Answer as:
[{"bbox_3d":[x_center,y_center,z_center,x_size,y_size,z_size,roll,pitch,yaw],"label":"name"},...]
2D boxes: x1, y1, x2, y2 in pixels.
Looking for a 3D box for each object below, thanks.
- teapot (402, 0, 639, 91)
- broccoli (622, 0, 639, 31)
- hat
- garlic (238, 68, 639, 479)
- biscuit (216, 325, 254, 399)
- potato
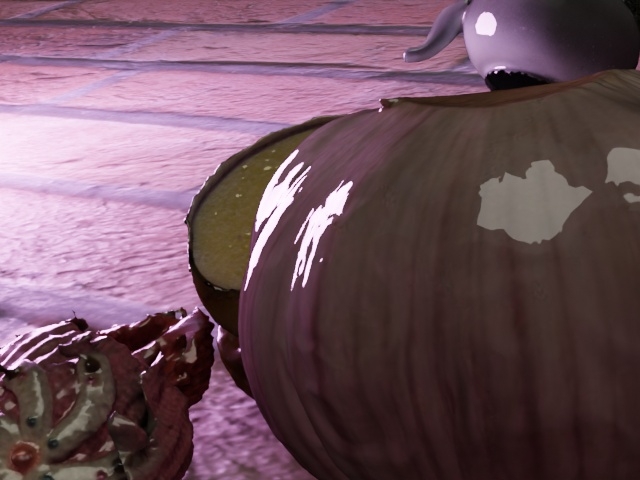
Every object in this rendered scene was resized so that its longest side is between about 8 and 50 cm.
[{"bbox_3d":[0.248,-0.210,1.484,0.294,0.129,0.193,20,-11,14],"label":"teapot"},{"bbox_3d":[0.364,-0.327,1.788,0.195,0.156,0.195,-26,-7,-4],"label":"broccoli"},{"bbox_3d":[-0.170,0.114,0.829,0.236,0.107,0.286,21,38,35],"label":"hat"},{"bbox_3d":[0.111,0.045,0.717,0.317,0.259,0.317,-7,-5,-1],"label":"garlic"},{"bbox_3d":[0.067,0.001,1.012,0.350,0.070,0.394,-34,37,-32],"label":"biscuit"},{"bbox_3d":[0.000,0.000,0.920,0.164,0.081,0.200,12,47,27],"label":"potato"}]
